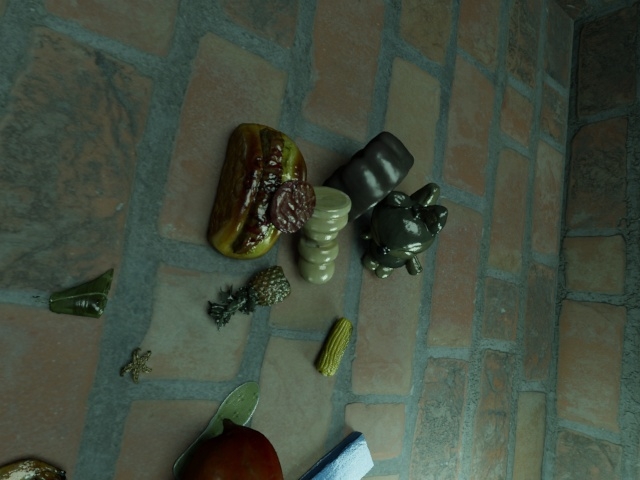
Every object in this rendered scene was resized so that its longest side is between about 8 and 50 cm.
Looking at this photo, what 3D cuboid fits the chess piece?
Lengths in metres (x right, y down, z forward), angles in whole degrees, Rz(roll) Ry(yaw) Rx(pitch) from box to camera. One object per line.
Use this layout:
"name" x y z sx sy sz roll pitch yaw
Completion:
"chess piece" 0.000 0.000 1.329 0.167 0.167 0.299 -21 129 -35

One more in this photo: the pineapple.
"pineapple" -0.208 0.162 1.255 0.251 0.125 0.125 -27 104 -23

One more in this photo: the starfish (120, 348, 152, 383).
"starfish" -0.464 0.320 1.098 0.078 0.028 0.091 3 91 -38

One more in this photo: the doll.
"doll" 0.288 -0.081 1.500 0.253 0.382 0.378 21 56 0

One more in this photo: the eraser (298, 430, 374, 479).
"eraser" 0.042 0.785 1.436 0.312 0.043 0.144 -27 104 -34

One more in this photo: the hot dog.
"hot dog" -0.168 -0.145 1.217 0.185 0.223 0.404 18 78 -37

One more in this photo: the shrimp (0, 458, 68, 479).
"shrimp" -0.640 0.610 0.939 0.222 0.054 0.290 -41 107 -31

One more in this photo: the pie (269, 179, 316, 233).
"pie" -0.071 -0.090 1.132 0.155 0.036 0.154 -21 121 -40

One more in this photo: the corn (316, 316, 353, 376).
"corn" 0.050 0.355 1.445 0.072 0.072 0.203 38 66 -29

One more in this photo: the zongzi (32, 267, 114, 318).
"zongzi" -0.581 0.111 1.022 0.154 0.062 0.130 12 59 -20

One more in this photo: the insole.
"insole" -0.285 0.536 1.233 0.322 0.007 0.109 -45 113 -29

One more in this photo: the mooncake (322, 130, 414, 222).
"mooncake" 0.146 -0.208 1.400 0.154 0.306 0.306 49 61 -9

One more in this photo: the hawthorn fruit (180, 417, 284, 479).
"hawthorn fruit" -0.220 0.648 1.104 0.295 0.295 0.311 30 81 -31
